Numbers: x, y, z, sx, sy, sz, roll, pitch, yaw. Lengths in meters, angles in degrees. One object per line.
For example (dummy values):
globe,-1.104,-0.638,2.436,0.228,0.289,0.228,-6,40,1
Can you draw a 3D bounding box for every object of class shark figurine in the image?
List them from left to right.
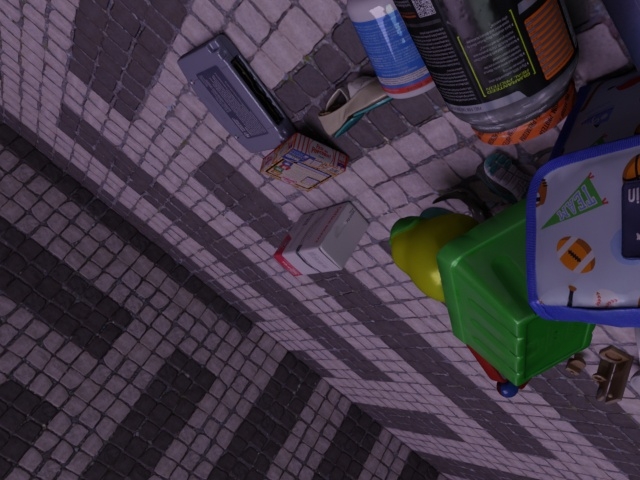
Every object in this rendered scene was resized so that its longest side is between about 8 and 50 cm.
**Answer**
shark figurine,0.356,0.001,1.148,0.116,0.166,0.278,-142,38,-64

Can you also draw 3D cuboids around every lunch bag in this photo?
lunch bag,0.454,-0.064,0.633,0.239,0.385,0.328,45,152,-23

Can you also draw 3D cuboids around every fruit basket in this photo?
fruit basket,0.316,0.050,0.997,0.392,0.283,0.392,61,179,2

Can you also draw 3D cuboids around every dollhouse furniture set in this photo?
dollhouse furniture set,0.664,0.325,1.330,0.151,0.123,0.144,30,153,7

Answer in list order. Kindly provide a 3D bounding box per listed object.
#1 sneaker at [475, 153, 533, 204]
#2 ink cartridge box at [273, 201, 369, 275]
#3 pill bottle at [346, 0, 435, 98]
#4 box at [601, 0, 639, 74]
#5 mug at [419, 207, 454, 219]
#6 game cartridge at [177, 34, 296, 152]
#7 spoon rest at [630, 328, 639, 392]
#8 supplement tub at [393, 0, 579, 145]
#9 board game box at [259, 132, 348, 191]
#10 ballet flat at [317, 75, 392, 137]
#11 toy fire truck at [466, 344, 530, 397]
sneaker,0.374,-0.105,1.032,0.166,0.065,0.076,42,169,-8
ink cartridge box,0.000,0.000,1.475,0.100,0.172,0.237,45,151,-21
pill bottle,0.116,-0.348,0.827,0.124,0.124,0.221,7,144,42
box,0.359,-0.348,0.412,0.296,0.183,0.294,58,148,-5
mug,0.284,0.010,1.258,0.129,0.097,0.158,-2,136,49
game cartridge,-0.206,-0.342,1.274,0.196,0.060,0.294,-3,135,45
spoon rest,0.776,0.301,1.208,0.137,0.084,0.276,-4,134,43
supplement tub,0.225,-0.297,0.713,0.193,0.193,0.316,2,138,47
board game box,-0.045,-0.188,1.301,0.146,0.045,0.193,21,160,-26
ballet flat,0.069,-0.279,1.052,0.086,0.086,0.248,42,153,-16
toy fire truck,0.454,0.229,1.259,0.169,0.254,0.302,3,140,46
